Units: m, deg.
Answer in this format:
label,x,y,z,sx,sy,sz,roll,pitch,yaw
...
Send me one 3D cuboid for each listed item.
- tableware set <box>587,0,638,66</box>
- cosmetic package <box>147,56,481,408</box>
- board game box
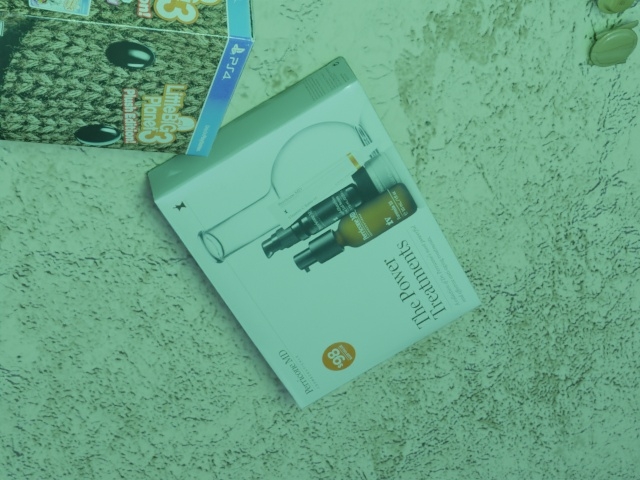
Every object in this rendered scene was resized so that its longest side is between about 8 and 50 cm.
label,x,y,z,sx,sy,sz,roll,pitch,yaw
tableware set,0.406,-0.287,1.510,0.141,0.020,0.169,-17,144,-5
cosmetic package,0.000,0.000,1.538,0.284,0.097,0.377,-30,120,5
board game box,-0.238,-0.215,1.272,0.291,0.141,0.232,3,152,-16
